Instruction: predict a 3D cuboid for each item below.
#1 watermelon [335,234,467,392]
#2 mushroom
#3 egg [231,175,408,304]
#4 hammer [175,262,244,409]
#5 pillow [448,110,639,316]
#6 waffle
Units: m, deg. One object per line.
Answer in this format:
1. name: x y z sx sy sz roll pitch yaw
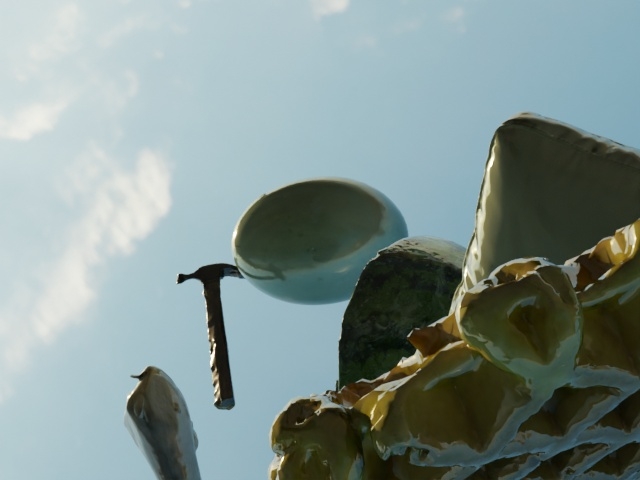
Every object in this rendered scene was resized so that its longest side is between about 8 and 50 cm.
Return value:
1. watermelon: 0.127 0.129 1.282 0.223 0.180 0.305 3 -102 -5
2. mushroom: -0.214 0.311 1.523 0.096 0.278 0.099 -13 -173 7
3. egg: 0.000 0.000 1.707 0.282 0.203 0.203 -3 -141 -10
4. hammer: -0.158 0.141 1.665 0.125 0.027 0.297 -12 -138 1
5. pillow: 0.263 0.056 0.860 0.322 0.255 0.119 24 -147 24
6. waffle: 0.092 0.071 0.420 0.253 0.249 0.056 -19 -119 -11
